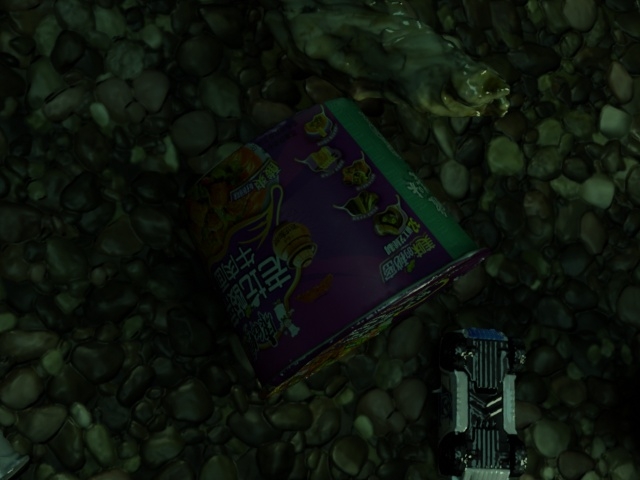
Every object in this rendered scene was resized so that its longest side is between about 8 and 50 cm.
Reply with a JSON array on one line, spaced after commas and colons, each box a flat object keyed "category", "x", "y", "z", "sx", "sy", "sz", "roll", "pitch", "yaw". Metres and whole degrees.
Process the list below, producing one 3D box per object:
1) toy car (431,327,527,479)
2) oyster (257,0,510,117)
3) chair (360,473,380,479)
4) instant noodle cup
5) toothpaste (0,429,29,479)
[{"category": "toy car", "x": 0.155, "y": 0.173, "z": 1.257, "sx": 0.080, "sy": 0.070, "sz": 0.170, "roll": 5, "pitch": 78, "yaw": -17}, {"category": "oyster", "x": 0.030, "y": -0.188, "z": 1.167, "sx": 0.201, "sy": 0.354, "sz": 0.107, "roll": 31, "pitch": 93, "yaw": -37}, {"category": "chair", "x": -0.077, "y": 0.365, "z": 1.131, "sx": 0.326, "sy": 0.183, "sz": 0.175, "roll": -26, "pitch": 90, "yaw": 25}, {"category": "instant noodle cup", "x": 0.000, "y": 0.000, "z": 1.159, "sx": 0.251, "sy": 0.251, "sz": 0.190, "roll": -30, "pitch": 82, "yaw": -20}, {"category": "toothpaste", "x": -0.374, "y": 0.098, "z": 1.111, "sx": 0.114, "sy": 0.073, "sz": 0.299, "roll": -39, "pitch": 87, "yaw": -19}]
